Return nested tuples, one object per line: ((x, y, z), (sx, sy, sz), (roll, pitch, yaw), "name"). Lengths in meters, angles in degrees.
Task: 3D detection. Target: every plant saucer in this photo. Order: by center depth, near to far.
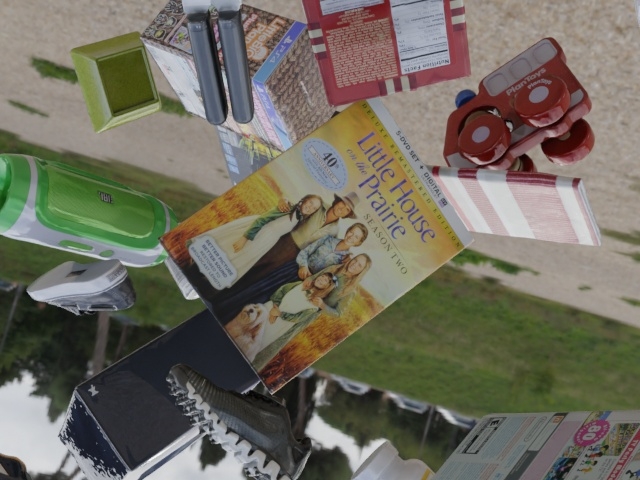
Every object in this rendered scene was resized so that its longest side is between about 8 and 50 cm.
((-0.440, -0.354, 1.655), (0.045, 0.188, 0.188), (9, -150, 41), "plant saucer")

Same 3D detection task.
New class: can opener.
((-0.128, -0.275, 0.935), (0.074, 0.093, 0.280), (-2, 131, 4), "can opener")

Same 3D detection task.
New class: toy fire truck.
((0.379, -0.247, 1.483), (0.169, 0.302, 0.253), (39, -153, -41), "toy fire truck")

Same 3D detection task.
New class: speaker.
((-0.372, -0.041, 1.169), (0.131, 0.131, 0.297), (13, 176, 42), "speaker")

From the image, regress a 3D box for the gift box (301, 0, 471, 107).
((0.093, -0.392, 1.109), (0.255, 0.276, 0.258), (-8, -142, 3), "gift box")

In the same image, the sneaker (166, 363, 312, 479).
((-0.102, 0.236, 1.001), (0.234, 0.106, 0.078), (46, 150, -5), "sneaker")

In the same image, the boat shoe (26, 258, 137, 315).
((-0.350, 0.076, 1.099), (0.229, 0.080, 0.076), (-9, 118, 38), "boat shoe")

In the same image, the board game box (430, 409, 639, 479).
((0.203, 0.246, 0.617), (0.097, 0.224, 0.303), (54, 150, -7), "board game box")

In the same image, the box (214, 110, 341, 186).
((-0.079, -0.171, 1.759), (0.318, 0.097, 0.395), (24, 148, 25), "box")

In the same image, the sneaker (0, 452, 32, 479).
((-0.647, 0.545, 1.547), (0.321, 0.126, 0.127), (48, -157, 7), "sneaker")

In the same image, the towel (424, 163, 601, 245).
((0.314, -0.070, 1.315), (0.329, 0.037, 0.237), (9, 161, 33), "towel")

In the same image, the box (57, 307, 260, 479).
((-0.306, 0.314, 1.398), (0.182, 0.296, 0.294), (51, 145, 10), "box")

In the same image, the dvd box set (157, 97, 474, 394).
((0.000, 0.000, 1.199), (0.307, 0.420, 0.062), (56, 171, -7), "dvd box set")

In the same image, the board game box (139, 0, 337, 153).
((-0.145, -0.311, 1.381), (0.291, 0.141, 0.232), (25, 162, 24), "board game box")

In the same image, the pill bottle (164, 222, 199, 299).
((-0.260, 0.039, 1.443), (0.137, 0.078, 0.078), (57, -172, 15), "pill bottle")

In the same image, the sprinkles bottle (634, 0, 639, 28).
((0.540, -0.301, 0.811), (0.355, 0.121, 0.121), (-8, 161, 40), "sprinkles bottle")

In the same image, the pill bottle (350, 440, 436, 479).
((0.131, 0.363, 1.001), (0.184, 0.103, 0.103), (44, -179, 8), "pill bottle")
